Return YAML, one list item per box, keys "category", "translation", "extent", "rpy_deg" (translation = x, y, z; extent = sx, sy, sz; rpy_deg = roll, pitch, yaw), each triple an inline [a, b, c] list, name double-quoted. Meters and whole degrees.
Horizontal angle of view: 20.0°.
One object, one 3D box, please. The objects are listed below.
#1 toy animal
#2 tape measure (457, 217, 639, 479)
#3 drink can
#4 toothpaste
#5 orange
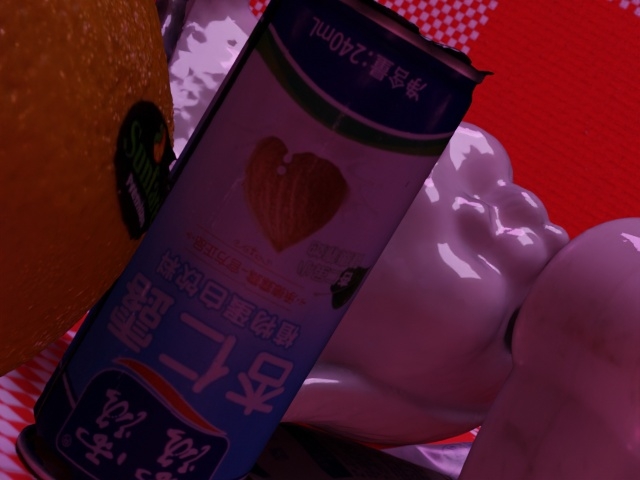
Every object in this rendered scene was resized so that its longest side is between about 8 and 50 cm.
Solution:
- category: "toy animal"
  translation: [-0.015, 0.004, 0.942]
  extent: [0.289, 0.174, 0.249]
  rpy_deg: [45, 50, -4]
- category: "tape measure"
  translation: [0.201, 0.115, 0.895]
  extent: [0.258, 0.265, 0.130]
  rpy_deg: [13, 14, -39]
- category: "drink can"
  translation: [-0.029, 0.006, 0.753]
  extent: [0.097, 0.235, 0.097]
  rpy_deg: [31, 6, -3]
- category: "toothpaste"
  translation: [0.041, 0.133, 1.008]
  extent: [0.266, 0.061, 0.096]
  rpy_deg: [15, 17, -45]
- category: "orange"
  translation: [-0.160, -0.050, 0.658]
  extent: [0.236, 0.236, 0.236]
  rpy_deg: [31, 6, -4]
